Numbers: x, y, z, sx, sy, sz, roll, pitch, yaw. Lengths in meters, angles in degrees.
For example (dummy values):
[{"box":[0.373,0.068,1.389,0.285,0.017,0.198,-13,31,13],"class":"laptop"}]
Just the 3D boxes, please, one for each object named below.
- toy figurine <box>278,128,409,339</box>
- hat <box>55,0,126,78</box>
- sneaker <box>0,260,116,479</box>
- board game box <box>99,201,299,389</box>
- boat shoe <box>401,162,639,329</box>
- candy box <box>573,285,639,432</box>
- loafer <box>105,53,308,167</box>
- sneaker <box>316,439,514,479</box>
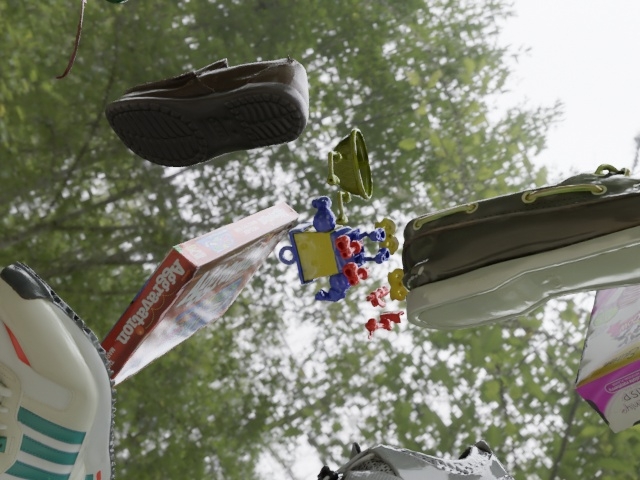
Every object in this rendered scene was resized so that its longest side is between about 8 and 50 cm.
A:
[{"box":[0.000,0.000,1.565,0.217,0.191,0.363,-6,-74,31],"class":"toy figurine"},{"box":[-0.289,-0.341,1.161,0.173,0.184,0.208,10,-23,15],"class":"hat"},{"box":[-0.134,0.083,0.374,0.057,0.075,0.161,37,-39,24],"class":"sneaker"},{"box":[-0.106,0.043,0.781,0.027,0.281,0.145,39,-73,5],"class":"board game box"},{"box":[0.204,-0.010,0.668,0.305,0.109,0.091,-16,-117,22],"class":"boat shoe"},{"box":[0.359,0.073,0.893,0.071,0.233,0.159,46,-52,-9],"class":"candy box"},{"box":[-0.167,-0.204,1.347,0.365,0.130,0.134,0,-45,27],"class":"loafer"},{"box":[0.020,0.190,0.567,0.105,0.281,0.115,-55,-138,38],"class":"sneaker"}]
